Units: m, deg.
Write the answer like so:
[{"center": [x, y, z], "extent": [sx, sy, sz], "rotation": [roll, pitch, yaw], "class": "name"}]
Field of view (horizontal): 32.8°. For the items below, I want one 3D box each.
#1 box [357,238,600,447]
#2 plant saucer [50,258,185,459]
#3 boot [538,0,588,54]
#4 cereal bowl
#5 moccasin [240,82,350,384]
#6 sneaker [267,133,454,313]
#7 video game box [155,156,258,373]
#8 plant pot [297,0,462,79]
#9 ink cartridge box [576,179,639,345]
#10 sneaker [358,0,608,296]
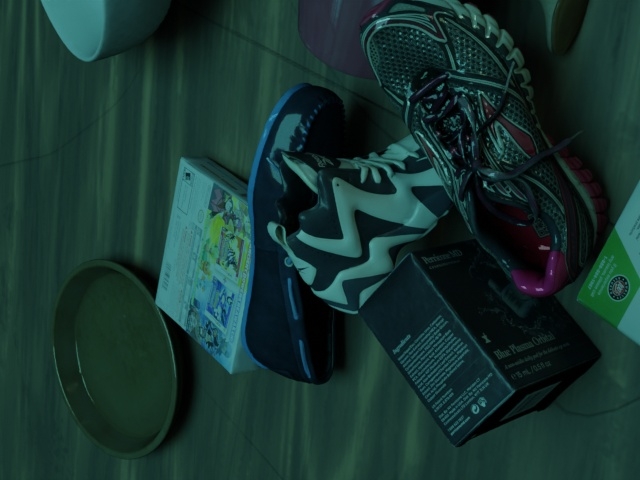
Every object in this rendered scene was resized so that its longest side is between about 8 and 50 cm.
[{"center": [0.148, 0.087, 1.011], "extent": [0.158, 0.156, 0.093], "rotation": [54, 127, 22], "class": "box"}, {"center": [-0.275, 0.160, 1.490], "extent": [0.278, 0.041, 0.278], "rotation": [10, 104, 42], "class": "plant saucer"}, {"center": [0.201, -0.237, 0.989], "extent": [0.087, 0.042, 0.118], "rotation": [31, 116, 42], "class": "boot"}, {"center": [-0.256, -0.386, 1.270], "extent": [0.339, 0.141, 0.339], "rotation": [48, 148, 43], "class": "cereal bowl"}, {"center": [0.000, 0.000, 1.169], "extent": [0.117, 0.137, 0.342], "rotation": [27, 129, 32], "class": "moccasin"}, {"center": [0.039, -0.064, 1.029], "extent": [0.235, 0.153, 0.094], "rotation": [-51, 30, -2], "class": "sneaker"}, {"center": [-0.122, 0.025, 1.303], "extent": [0.187, 0.048, 0.205], "rotation": [37, 121, 46], "class": "video game box"}, {"center": [0.061, -0.260, 1.020], "extent": [0.201, 0.201, 0.180], "rotation": [47, 141, 26], "class": "plant pot"}, {"center": [0.338, 0.041, 0.877], "extent": [0.208, 0.087, 0.153], "rotation": [41, 122, 31], "class": "ink cartridge box"}, {"center": [0.142, -0.087, 0.943], "extent": [0.299, 0.112, 0.121], "rotation": [49, 131, -8], "class": "sneaker"}]
